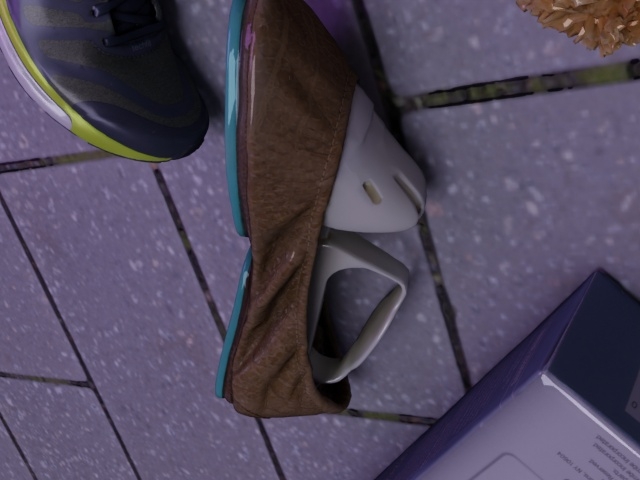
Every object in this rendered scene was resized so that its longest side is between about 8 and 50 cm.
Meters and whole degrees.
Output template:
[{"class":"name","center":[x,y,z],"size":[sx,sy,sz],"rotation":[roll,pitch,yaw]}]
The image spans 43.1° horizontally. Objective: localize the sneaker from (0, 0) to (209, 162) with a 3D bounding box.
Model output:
[{"class":"sneaker","center":[-0.151,-0.187,0.503],"size":[0.121,0.111,0.300],"rotation":[-17,110,37]}]

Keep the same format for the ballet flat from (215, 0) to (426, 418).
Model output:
[{"class":"ballet flat","center":[0.000,0.000,0.527],"size":[0.124,0.116,0.342],"rotation":[11,127,5]}]

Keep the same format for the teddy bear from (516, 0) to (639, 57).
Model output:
[{"class":"teddy bear","center":[0.181,-0.187,0.266],"size":[0.338,0.113,0.245],"rotation":[-6,117,38]}]

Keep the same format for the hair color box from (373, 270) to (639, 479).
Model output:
[{"class":"hair color box","center":[0.133,0.212,0.558],"size":[0.185,0.113,0.374],"rotation":[40,133,7]}]
